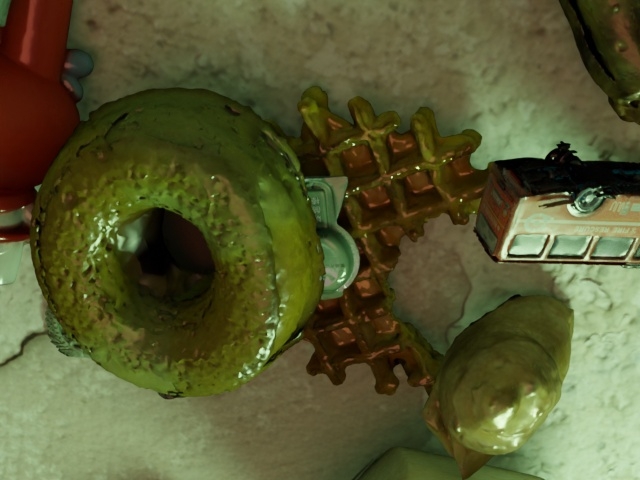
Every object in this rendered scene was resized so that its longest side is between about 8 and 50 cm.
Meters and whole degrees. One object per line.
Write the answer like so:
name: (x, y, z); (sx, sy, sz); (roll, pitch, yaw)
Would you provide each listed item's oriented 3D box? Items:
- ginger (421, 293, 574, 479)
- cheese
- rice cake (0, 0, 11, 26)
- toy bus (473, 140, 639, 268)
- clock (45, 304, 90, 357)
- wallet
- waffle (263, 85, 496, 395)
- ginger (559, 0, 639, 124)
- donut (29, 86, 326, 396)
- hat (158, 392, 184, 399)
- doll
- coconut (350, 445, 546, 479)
ginger: (0.185, 0.114, 0.859); (0.115, 0.193, 0.122); (49, 155, -4)
cheese: (0.000, 0.000, 0.841); (0.067, 0.026, 0.121); (-1, 115, 10)
rice cake: (-0.235, -0.271, 0.731); (0.063, 0.066, 0.336); (27, 94, 3)
toy bus: (0.250, -0.025, 0.813); (0.234, 0.074, 0.096); (3, 127, -19)
clock: (-0.248, 0.086, 0.987); (0.074, 0.010, 0.083); (2, 114, 6)
wallet: (-0.139, -0.024, 0.882); (0.152, 0.038, 0.118); (25, 122, 22)
waffle: (0.026, 0.002, 0.890); (0.259, 0.069, 0.293); (19, 116, 1)
ginger: (0.246, -0.198, 0.743); (0.133, 0.107, 0.309); (-3, 118, 45)
donut: (-0.122, 0.013, 0.793); (0.272, 0.107, 0.272); (4, 116, 9)
hat: (-0.136, 0.125, 0.982); (0.058, 0.042, 0.087); (36, 80, -18)
doll: (-0.289, -0.105, 0.836); (0.161, 0.130, 0.291); (8, 102, -21)
coconut: (0.112, 0.360, 0.927); (0.322, 0.323, 0.323); (2, 115, 5)
